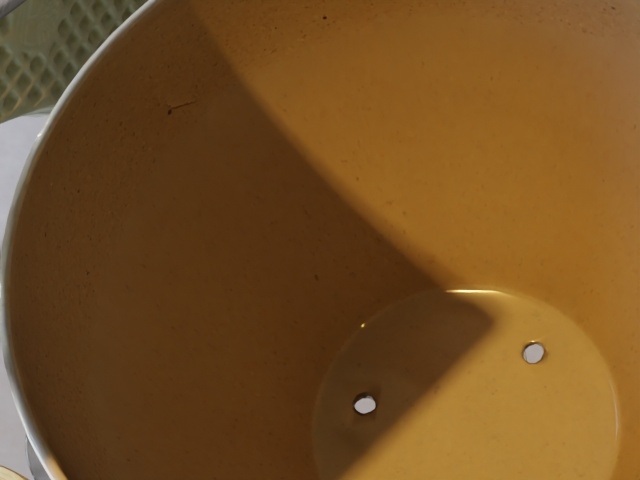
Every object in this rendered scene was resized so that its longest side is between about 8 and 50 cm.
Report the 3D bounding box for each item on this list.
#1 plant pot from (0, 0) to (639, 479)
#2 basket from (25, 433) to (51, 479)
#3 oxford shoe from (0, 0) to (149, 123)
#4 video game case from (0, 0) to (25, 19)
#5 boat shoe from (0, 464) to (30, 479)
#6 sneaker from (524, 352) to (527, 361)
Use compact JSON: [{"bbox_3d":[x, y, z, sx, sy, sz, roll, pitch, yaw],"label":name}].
[{"bbox_3d":[0.045,0.039,0.566,0.284,0.191,0.284,-5,60,8],"label":"plant pot"},{"bbox_3d":[-0.129,0.152,1.152,0.204,0.227,0.154,-4,83,-10],"label":"basket"},{"bbox_3d":[-0.153,-0.136,0.797,0.130,0.449,0.169,23,113,29],"label":"oxford shoe"},{"bbox_3d":[-0.122,-0.067,0.408,0.193,0.212,0.023,-41,97,-16],"label":"video game case"},{"bbox_3d":[-0.263,0.266,1.403,0.152,0.056,0.049,22,62,23],"label":"boat shoe"},{"bbox_3d":[0.157,0.105,1.332,0.094,0.212,0.080,43,115,-1],"label":"sneaker"}]
